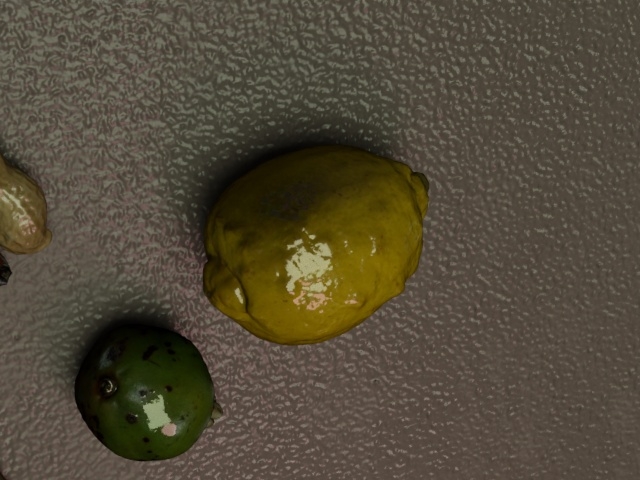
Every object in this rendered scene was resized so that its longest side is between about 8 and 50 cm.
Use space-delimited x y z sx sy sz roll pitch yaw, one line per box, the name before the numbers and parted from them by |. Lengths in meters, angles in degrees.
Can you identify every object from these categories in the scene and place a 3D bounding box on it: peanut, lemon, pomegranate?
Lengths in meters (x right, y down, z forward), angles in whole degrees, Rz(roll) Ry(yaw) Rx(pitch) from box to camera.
peanut | -0.437 -0.067 1.852 0.104 0.086 0.228 -39 119 9
lemon | -0.007 0.004 1.935 0.316 0.285 0.286 -11 116 -45
pomegranate | -0.233 0.220 1.991 0.202 0.202 0.248 -53 148 6

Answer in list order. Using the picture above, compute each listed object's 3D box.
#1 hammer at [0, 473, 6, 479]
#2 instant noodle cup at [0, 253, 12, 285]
hammer | -0.446 0.413 2.056 0.168 0.044 0.440 -34 117 -4
instant noodle cup | -0.502 0.064 1.868 0.127 0.127 0.136 30 107 -26
